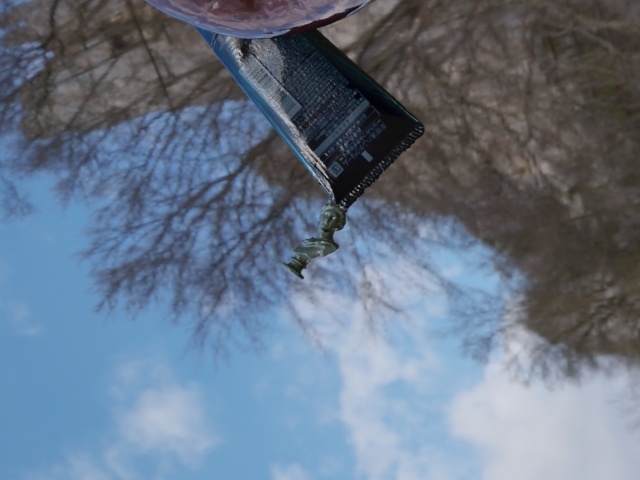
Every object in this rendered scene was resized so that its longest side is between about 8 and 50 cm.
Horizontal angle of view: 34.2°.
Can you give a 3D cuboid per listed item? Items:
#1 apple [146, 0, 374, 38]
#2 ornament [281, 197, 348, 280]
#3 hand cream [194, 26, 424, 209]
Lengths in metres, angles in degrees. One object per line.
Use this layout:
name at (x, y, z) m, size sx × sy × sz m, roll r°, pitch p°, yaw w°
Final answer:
apple at (-0.044, -0.292, 0.745) m, size 0.305 × 0.305 × 0.235 m, roll 31°, pitch -124°, yaw -48°
ornament at (-0.002, 0.003, 1.140) m, size 0.041 × 0.068 × 0.092 m, roll 39°, pitch -126°, yaw -14°
hand cream at (-0.024, -0.166, 1.071) m, size 0.270 × 0.120 × 0.061 m, roll 48°, pitch -169°, yaw 14°
